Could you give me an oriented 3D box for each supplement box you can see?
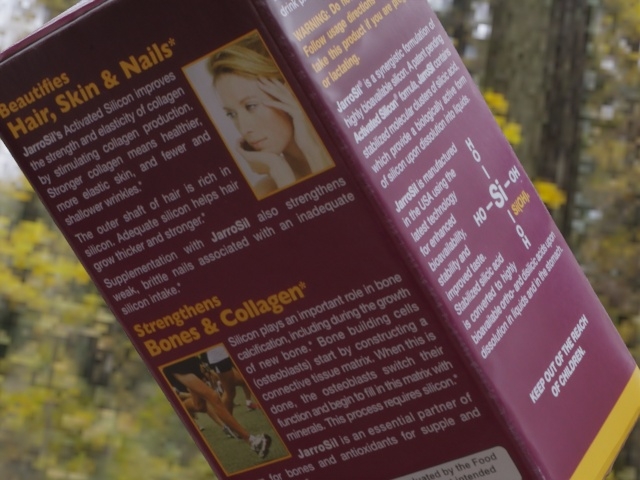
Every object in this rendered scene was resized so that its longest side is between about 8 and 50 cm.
[{"bbox_3d":[0.000,0.000,0.519,0.104,0.188,0.081,-23,13,35],"label":"supplement box"}]
